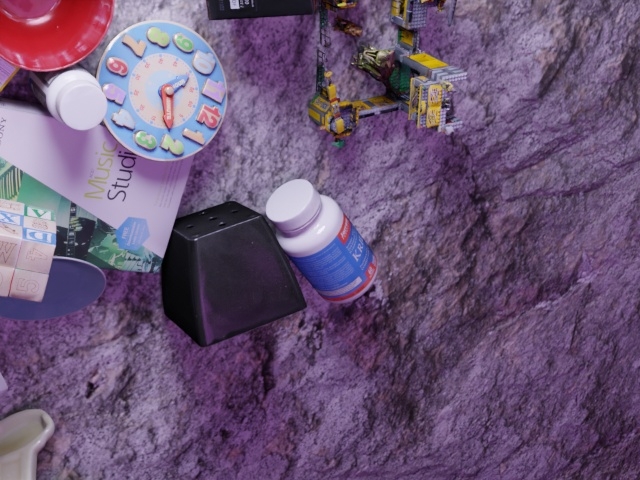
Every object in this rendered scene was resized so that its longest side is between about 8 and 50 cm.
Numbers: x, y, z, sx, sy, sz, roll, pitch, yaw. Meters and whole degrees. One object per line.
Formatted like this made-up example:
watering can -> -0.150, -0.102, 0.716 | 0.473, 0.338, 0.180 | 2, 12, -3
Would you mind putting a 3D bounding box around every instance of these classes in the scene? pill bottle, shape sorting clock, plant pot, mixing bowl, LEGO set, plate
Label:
pill bottle -> -0.345, -0.204, 1.378 | 0.078, 0.137, 0.078 | -15, 123, -25
shape sorting clock -> -0.229, -0.219, 1.469 | 0.206, 0.040, 0.206 | -3, 95, -35
plant pot -> -0.158, 0.041, 1.620 | 0.188, 0.187, 0.167 | -21, 112, -22
mixing bowl -> -0.374, -0.324, 1.319 | 0.181, 0.098, 0.181 | -16, 124, -25
pill bottle -> 0.000, 0.000, 1.723 | 0.124, 0.124, 0.221 | -43, 131, -5
LEGO set -> 0.118, -0.293, 1.589 | 0.255, 0.192, 0.331 | -6, 118, -30
plate -> -0.420, 0.067, 1.516 | 0.188, 0.024, 0.188 | -12, 150, -7

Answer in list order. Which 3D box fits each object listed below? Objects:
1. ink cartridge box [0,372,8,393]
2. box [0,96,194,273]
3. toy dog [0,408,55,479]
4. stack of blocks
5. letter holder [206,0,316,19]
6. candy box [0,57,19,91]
ink cartridge box -> -0.530, 0.127, 1.404 | 0.086, 0.203, 0.148 | -29, 128, -19
box -> -0.362, -0.074, 1.494 | 0.322, 0.058, 0.232 | 7, 111, -33
toy dog -> -0.495, 0.552, 1.620 | 0.395, 0.284, 0.408 | -26, 128, -9
stack of blocks -> -0.505, -0.017, 1.313 | 0.297, 0.171, 0.087 | 12, 109, -20
letter holder -> -0.089, -0.490, 1.396 | 0.152, 0.214, 0.302 | -2, 123, 4
candy box -> -0.505, -0.250, 1.300 | 0.206, 0.027, 0.105 | 39, 93, -30
